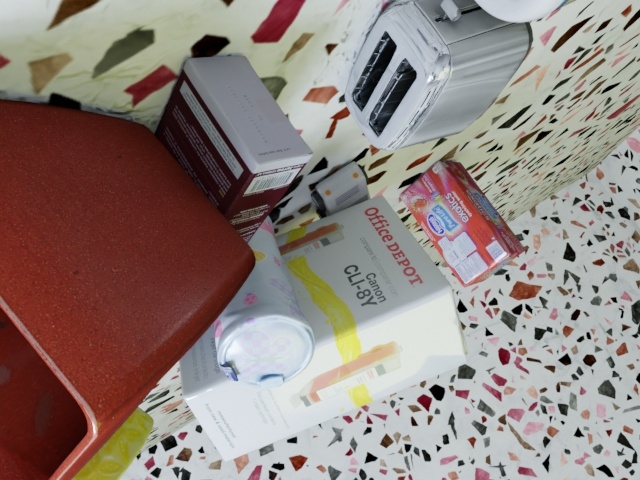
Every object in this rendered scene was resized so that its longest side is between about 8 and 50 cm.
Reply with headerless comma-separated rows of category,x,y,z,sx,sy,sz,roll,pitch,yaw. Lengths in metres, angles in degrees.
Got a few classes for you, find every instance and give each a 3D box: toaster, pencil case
toaster,0.126,-0.198,0.702,0.146,0.129,0.227,-21,162,-28
pencil case,-0.090,0.061,0.770,0.113,0.273,0.124,-23,129,-2

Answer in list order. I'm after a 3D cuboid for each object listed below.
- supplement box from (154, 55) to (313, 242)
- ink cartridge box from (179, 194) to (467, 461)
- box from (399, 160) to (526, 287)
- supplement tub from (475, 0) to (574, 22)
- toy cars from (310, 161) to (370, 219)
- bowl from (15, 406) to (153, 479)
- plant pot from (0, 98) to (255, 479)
supplement box,-0.119,-0.057,0.614,0.073,0.130,0.239,-19,160,-43
ink cartridge box,-0.014,0.116,0.908,0.384,0.279,0.160,-22,125,-3
box,0.311,-0.040,1.300,0.128,0.257,0.122,-43,160,30
supplement tub,0.245,-0.310,0.562,0.199,0.144,0.144,-29,164,-16
toy cars,0.000,0.000,1.108,0.176,0.087,0.394,-20,159,-43
bowl,-0.340,0.247,0.628,0.289,0.156,0.289,-41,-173,6
plant pot,-0.220,0.042,0.511,0.267,0.267,0.235,-46,172,37
